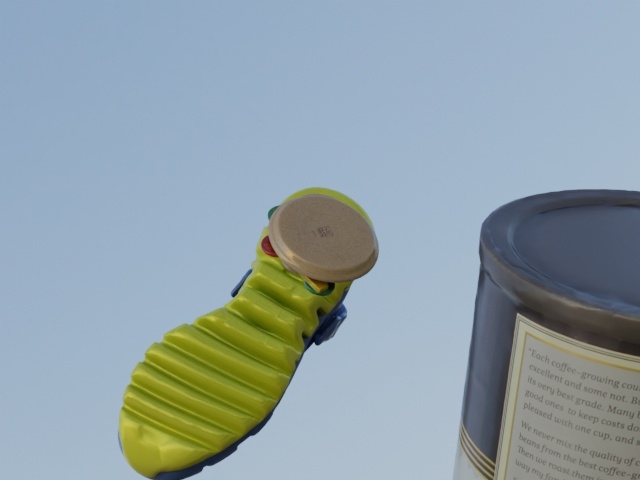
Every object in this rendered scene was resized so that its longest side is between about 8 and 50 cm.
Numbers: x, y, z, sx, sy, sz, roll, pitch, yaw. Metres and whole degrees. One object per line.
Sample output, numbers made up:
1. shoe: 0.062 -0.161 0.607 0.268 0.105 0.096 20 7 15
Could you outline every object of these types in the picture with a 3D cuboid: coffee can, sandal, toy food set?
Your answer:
1. coffee can: 0.176 0.132 0.988 0.201 0.201 0.275 -9 -65 -32
2. sandal: -0.062 0.102 1.551 0.317 0.126 0.138 -46 -16 -24
3. toy food set: 0.000 0.000 1.188 0.082 0.083 0.020 -26 -29 -37
